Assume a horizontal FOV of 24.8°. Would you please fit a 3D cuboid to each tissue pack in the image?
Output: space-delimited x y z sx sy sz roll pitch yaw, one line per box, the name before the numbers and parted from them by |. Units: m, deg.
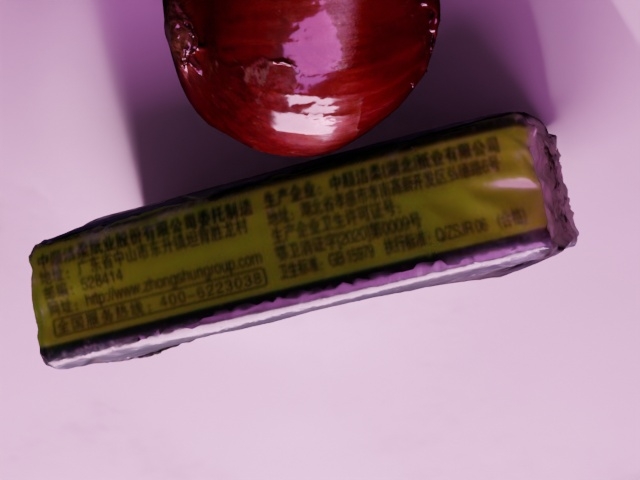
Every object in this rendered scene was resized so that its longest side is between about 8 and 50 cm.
tissue pack | 0.000 0.000 0.698 0.235 0.073 0.173 -13 179 12

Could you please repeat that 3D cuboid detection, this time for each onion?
onion | -0.010 -0.098 0.613 0.131 0.131 0.131 -1 137 -1
